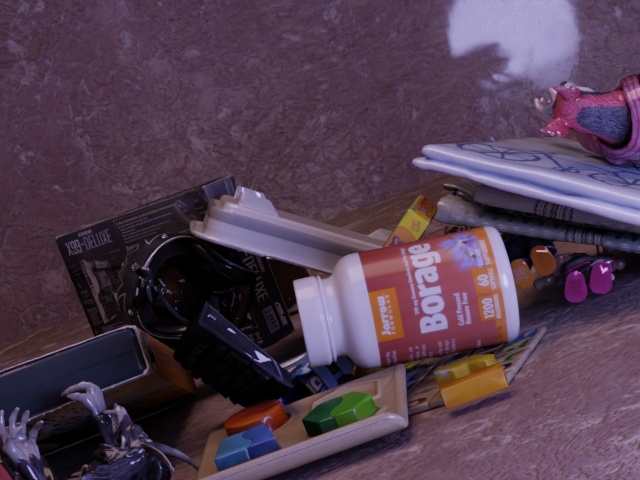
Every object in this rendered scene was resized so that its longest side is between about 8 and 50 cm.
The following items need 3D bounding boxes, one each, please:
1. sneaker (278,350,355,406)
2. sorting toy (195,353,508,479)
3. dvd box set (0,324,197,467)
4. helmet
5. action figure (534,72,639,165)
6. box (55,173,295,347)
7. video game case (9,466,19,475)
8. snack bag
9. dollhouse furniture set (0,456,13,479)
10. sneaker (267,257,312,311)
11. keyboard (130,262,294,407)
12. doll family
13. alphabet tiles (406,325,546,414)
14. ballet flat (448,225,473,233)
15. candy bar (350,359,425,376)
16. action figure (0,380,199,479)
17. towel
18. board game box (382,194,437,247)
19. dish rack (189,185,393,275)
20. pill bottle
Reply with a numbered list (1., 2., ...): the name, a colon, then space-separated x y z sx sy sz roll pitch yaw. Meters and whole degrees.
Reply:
1. sneaker: 0.004 0.138 1.925 0.144 0.053 0.059 -38 20 8
2. sorting toy: 0.025 0.158 1.689 0.307 0.041 0.229 -21 6 6
3. dvd box set: -0.315 0.195 2.061 0.307 0.062 0.420 -21 -9 -1
4. helmet: -0.178 0.066 2.271 0.161 0.169 0.169 22 16 9
5. action figure: 0.396 -0.128 1.907 0.370 0.276 0.248 -11 -28 -26
6. box: -0.214 0.062 2.551 0.307 0.242 0.076 -18 7 36
7. video game case: -0.437 0.312 2.124 0.157 0.019 0.143 -18 6 33
8. snack bag: 0.315 -0.064 1.910 0.323 0.037 0.342 15 13 30
9. dollhouse furniture set: -0.461 0.319 1.713 0.374 0.152 0.201 -39 -7 41
10. sneaker: -0.143 0.086 2.730 0.290 0.106 0.123 -21 8 13
11. keyboard: -0.128 0.109 1.866 0.033 0.201 0.317 -50 0 -14
12. doll family: 0.201 0.026 1.978 0.263 0.118 0.163 -19 8 3
13. alphabet tiles: 0.099 0.147 1.782 0.237 0.009 0.198 -18 6 21
14. ballet flat: 0.206 0.012 2.402 0.084 0.058 0.250 -22 6 -1
15. candy bar: 0.075 0.131 1.905 0.040 0.018 0.161 -21 1 -23
16. action figure: -0.258 0.218 1.766 0.276 0.141 0.164 -20 -6 24
17. towel: 0.316 -0.051 2.011 0.324 0.056 0.312 8 16 19
18. board game box: 0.046 0.068 2.011 0.259 0.039 0.124 -54 -2 13
19. dish rack: 0.000 0.000 2.296 0.333 0.072 0.285 17 2 -5
20. pill bottle: 0.086 0.064 1.802 0.216 0.121 0.121 -12 5 -1
